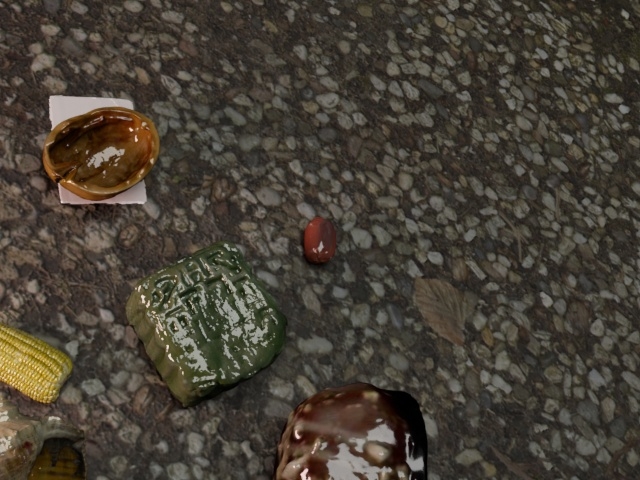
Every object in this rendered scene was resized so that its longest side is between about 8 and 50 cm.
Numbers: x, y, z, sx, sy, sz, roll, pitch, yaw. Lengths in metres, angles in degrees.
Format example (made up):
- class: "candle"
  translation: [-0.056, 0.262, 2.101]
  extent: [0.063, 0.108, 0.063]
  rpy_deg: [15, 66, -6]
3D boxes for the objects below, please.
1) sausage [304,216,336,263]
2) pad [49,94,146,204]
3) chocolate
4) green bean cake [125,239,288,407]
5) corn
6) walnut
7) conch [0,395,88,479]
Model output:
- class: "sausage"
  translation: [0.000, 0.000, 1.773]
  extent: [0.059, 0.054, 0.094]
  rpy_deg: [12, 57, -17]
- class: "pad"
  translation: [-0.399, -0.163, 1.722]
  extent: [0.156, 0.004, 0.232]
  rpy_deg: [0, 61, -25]
- class: "chocolate"
  translation: [0.022, 0.379, 1.444]
  extent: [0.210, 0.225, 0.340]
  rpy_deg: [10, 75, -14]
- class: "green bean cake"
  translation: [-0.178, 0.135, 1.572]
  extent: [0.222, 0.125, 0.227]
  rpy_deg: [-27, 79, -34]
- class: "corn"
  translation: [-0.458, 0.178, 1.452]
  extent: [0.165, 0.063, 0.085]
  rpy_deg: [27, 77, -5]
- class: "walnut"
  translation: [-0.375, -0.137, 1.658]
  extent: [0.211, 0.087, 0.167]
  rpy_deg: [-33, 74, -34]
- class: "conch"
  translation: [-0.408, 0.329, 1.330]
  extent: [0.178, 0.163, 0.245]
  rpy_deg: [-8, 93, -11]
